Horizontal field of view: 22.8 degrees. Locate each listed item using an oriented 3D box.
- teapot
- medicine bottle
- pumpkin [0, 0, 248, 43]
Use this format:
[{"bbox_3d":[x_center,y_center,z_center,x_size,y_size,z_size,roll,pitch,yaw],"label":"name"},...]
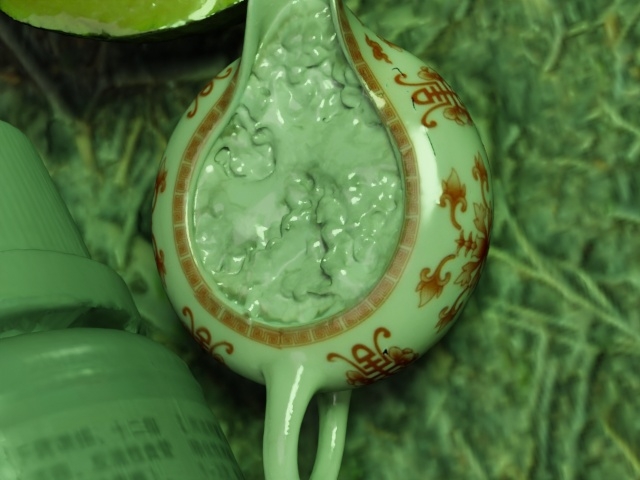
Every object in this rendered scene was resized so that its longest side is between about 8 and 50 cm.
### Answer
[{"bbox_3d":[0.000,0.000,0.713,0.159,0.116,0.246,-5,78,11],"label":"teapot"},{"bbox_3d":[-0.159,0.122,0.691,0.245,0.245,0.306,-34,69,16],"label":"medicine bottle"},{"bbox_3d":[-0.082,-0.186,0.786,0.217,0.110,0.217,-4,73,13],"label":"pumpkin"}]
